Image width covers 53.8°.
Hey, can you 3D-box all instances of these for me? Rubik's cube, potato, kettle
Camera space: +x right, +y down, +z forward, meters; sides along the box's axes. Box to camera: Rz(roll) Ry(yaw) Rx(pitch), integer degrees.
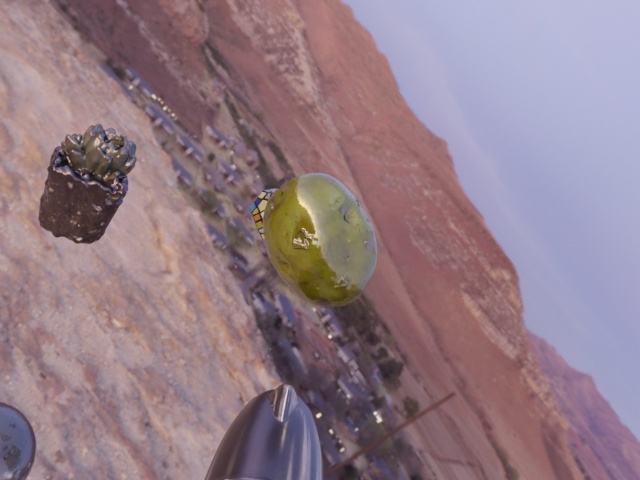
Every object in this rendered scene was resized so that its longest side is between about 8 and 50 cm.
[{"bbox_3d":[-0.095,-0.056,1.421,0.133,0.112,0.133,6,14,-2],"label":"Rubik's cube"},{"bbox_3d":[0.000,0.000,1.081,0.148,0.186,0.253,26,-45,48],"label":"potato"},{"bbox_3d":[-0.079,0.392,1.100,0.271,0.207,0.251,-80,150,-49],"label":"kettle"}]

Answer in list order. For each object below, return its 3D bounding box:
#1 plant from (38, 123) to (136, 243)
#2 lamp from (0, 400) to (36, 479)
[{"bbox_3d":[-0.394,-0.101,1.062,0.132,0.195,0.129,18,18,-28],"label":"plant"},{"bbox_3d":[-0.639,0.366,1.089,0.182,0.313,0.182,-7,90,-67],"label":"lamp"}]
